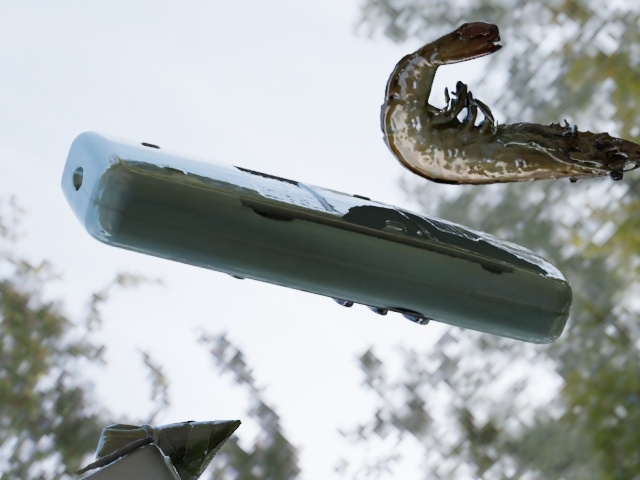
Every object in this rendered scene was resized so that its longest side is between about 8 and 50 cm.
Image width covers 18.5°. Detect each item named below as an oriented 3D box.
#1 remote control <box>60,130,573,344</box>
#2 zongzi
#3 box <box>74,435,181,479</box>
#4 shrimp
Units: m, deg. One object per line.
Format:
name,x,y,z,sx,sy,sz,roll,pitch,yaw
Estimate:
remote control,0.000,0.000,1.144,0.296,0.056,0.140,14,-169,-18
zongzi,-0.110,0.188,1.574,0.119,0.109,0.055,-9,-136,6
box,-0.165,0.256,0.983,0.299,0.106,0.200,-27,-141,-10
shrimp,0.126,-0.087,1.270,0.178,0.124,0.034,2,-144,11
